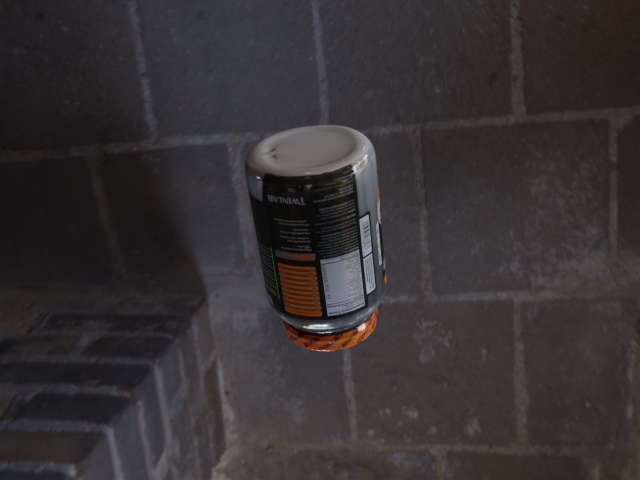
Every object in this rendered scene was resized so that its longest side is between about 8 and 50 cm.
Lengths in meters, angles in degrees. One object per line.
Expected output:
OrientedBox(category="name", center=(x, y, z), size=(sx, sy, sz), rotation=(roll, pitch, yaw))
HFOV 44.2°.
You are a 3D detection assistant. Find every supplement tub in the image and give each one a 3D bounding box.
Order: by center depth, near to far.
OrientedBox(category="supplement tub", center=(0.000, 0.000, 0.727), size=(0.117, 0.117, 0.190), rotation=(-1, 121, 9))
